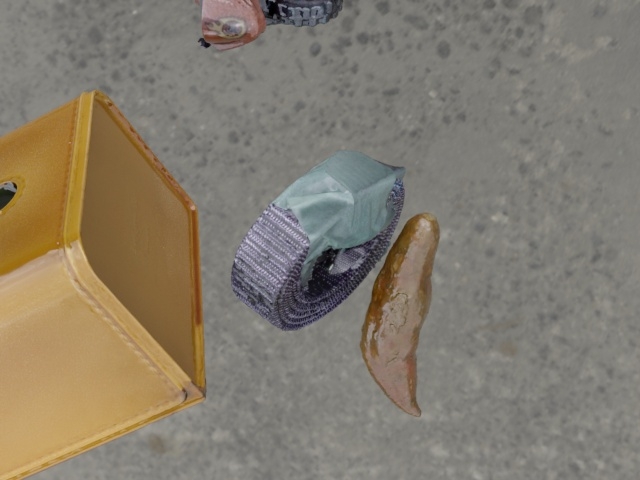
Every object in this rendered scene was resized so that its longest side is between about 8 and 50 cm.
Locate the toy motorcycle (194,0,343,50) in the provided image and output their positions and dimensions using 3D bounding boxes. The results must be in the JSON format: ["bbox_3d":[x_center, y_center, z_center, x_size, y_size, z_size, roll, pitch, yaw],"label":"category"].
[{"bbox_3d":[-0.084,-0.219,0.793,0.212,0.118,0.084,38,146,29],"label":"toy motorcycle"}]

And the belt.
[{"bbox_3d":[0.000,0.000,1.469,0.122,0.325,0.260,36,125,22],"label":"belt"}]

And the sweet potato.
[{"bbox_3d":[0.116,0.118,1.515,0.106,0.095,0.355,5,115,4],"label":"sweet potato"}]

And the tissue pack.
[{"bbox_3d":[-0.229,0.046,0.658,0.274,0.194,0.145,-24,128,11],"label":"tissue pack"}]
